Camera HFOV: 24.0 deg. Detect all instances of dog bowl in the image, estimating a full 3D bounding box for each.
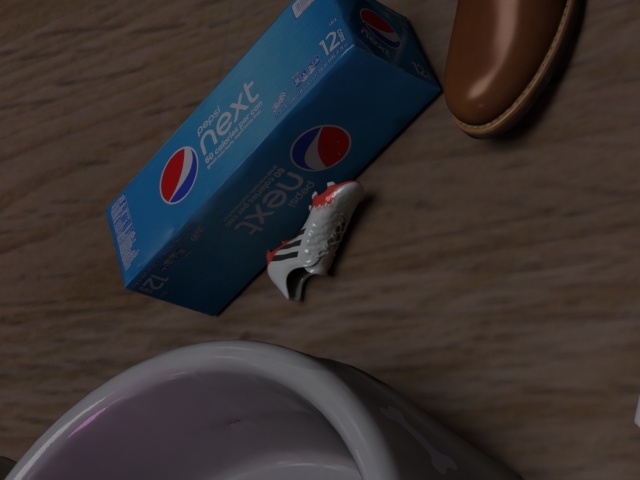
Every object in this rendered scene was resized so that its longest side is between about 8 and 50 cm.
[{"bbox_3d":[-0.058,0.204,0.712,0.349,0.102,0.349,-23,48,29],"label":"dog bowl"}]

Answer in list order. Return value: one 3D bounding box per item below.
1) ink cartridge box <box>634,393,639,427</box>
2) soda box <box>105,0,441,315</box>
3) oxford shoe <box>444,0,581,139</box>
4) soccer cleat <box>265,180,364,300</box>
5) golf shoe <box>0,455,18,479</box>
[{"bbox_3d":[0.245,-0.040,0.513,0.201,0.117,0.278,7,80,50],"label":"ink cartridge box"},{"bbox_3d":[-0.033,-0.050,0.869,0.210,0.071,0.067,-44,45,27],"label":"soda box"},{"bbox_3d":[0.093,-0.158,0.773,0.076,0.076,0.212,7,81,48],"label":"oxford shoe"},{"bbox_3d":[0.000,0.000,0.847,0.083,0.029,0.035,-46,53,30],"label":"soccer cleat"},{"bbox_3d":[-0.200,0.273,0.905,0.115,0.140,0.306,-1,93,20],"label":"golf shoe"}]
